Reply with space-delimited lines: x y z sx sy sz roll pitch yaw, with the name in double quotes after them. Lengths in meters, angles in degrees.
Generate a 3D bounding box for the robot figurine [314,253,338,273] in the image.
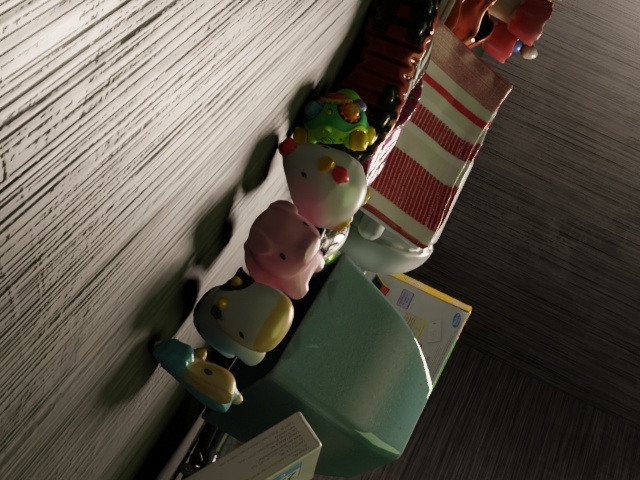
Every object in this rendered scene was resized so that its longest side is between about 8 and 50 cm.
0.000 0.000 1.711 0.115 0.067 0.101 -59 141 -30 "robot figurine"

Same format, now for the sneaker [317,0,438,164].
0.082 -0.215 1.433 0.276 0.097 0.135 -65 170 1 "sneaker"

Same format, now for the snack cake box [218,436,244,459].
-0.107 0.381 1.934 0.264 0.152 0.089 -66 173 19 "snack cake box"

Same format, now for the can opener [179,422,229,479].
-0.175 0.330 1.684 0.073 0.059 0.186 52 51 -52 "can opener"

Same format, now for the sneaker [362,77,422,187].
0.062 -0.156 1.542 0.252 0.103 0.111 -57 176 -5 "sneaker"

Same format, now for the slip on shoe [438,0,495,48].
0.246 -0.369 1.834 0.123 0.101 0.331 -61 177 -33 "slip on shoe"

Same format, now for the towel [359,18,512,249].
0.156 -0.179 1.668 0.037 0.237 0.329 7 -114 60 "towel"

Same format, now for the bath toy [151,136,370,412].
-0.059 0.020 1.201 0.151 0.129 0.348 1 -129 48 "bath toy"

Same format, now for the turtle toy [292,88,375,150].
0.022 -0.153 1.312 0.130 0.095 0.066 -45 138 -70 "turtle toy"

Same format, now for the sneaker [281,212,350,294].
-0.003 -0.025 1.563 0.217 0.079 0.121 -57 170 -38 "sneaker"

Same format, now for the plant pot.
0.020 0.220 1.601 0.248 0.252 0.247 -37 -163 51 "plant pot"

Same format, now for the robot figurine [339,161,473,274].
0.136 -0.089 1.840 0.354 0.199 0.300 -67 168 19 "robot figurine"

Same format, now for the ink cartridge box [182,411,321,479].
-0.147 0.376 1.455 0.296 0.066 0.261 -28 157 -21 "ink cartridge box"

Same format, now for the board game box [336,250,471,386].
0.116 0.177 2.151 0.242 0.316 0.064 -65 173 11 "board game box"

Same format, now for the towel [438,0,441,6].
0.256 -0.527 1.868 0.336 0.040 0.243 -62 174 0 "towel"

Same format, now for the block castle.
0.430 -0.573 1.993 0.453 0.212 0.303 -63 -176 -2 "block castle"
